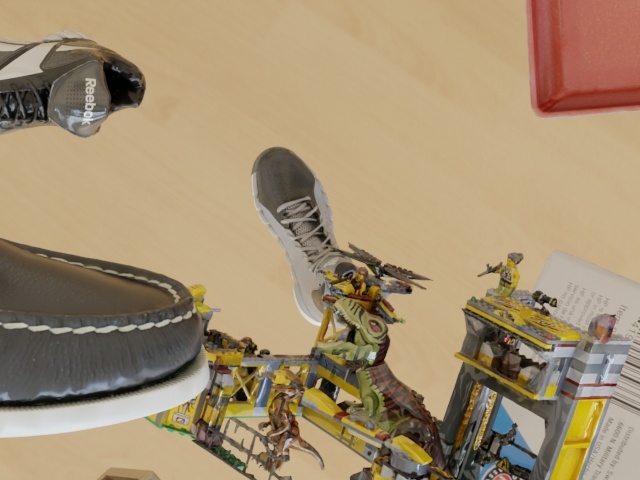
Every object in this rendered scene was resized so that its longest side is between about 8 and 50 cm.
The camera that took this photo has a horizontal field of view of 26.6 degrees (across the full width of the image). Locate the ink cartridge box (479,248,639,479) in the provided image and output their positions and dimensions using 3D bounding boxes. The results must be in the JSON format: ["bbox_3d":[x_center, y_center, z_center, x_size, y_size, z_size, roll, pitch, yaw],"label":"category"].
[{"bbox_3d":[0.334,0.225,1.202,0.395,0.166,0.285,25,83,26],"label":"ink cartridge box"}]

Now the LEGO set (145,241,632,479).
[{"bbox_3d":[0.047,0.082,0.935,0.331,0.255,0.192,30,107,49],"label":"LEGO set"}]

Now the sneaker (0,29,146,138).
[{"bbox_3d":[-0.228,-0.122,1.097,0.106,0.234,0.078,20,114,26],"label":"sneaker"}]

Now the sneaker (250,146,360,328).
[{"bbox_3d":[0.000,0.000,1.559,0.086,0.132,0.228,-26,106,-16],"label":"sneaker"}]

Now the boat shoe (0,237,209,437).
[{"bbox_3d":[-0.186,0.010,0.497,0.303,0.114,0.091,4,104,-18],"label":"boat shoe"}]

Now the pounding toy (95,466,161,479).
[{"bbox_3d":[-0.243,0.329,1.390,0.181,0.206,0.094,-44,104,-25],"label":"pounding toy"}]

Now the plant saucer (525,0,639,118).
[{"bbox_3d":[0.303,-0.240,1.142,0.259,0.048,0.259,-3,90,21],"label":"plant saucer"}]
